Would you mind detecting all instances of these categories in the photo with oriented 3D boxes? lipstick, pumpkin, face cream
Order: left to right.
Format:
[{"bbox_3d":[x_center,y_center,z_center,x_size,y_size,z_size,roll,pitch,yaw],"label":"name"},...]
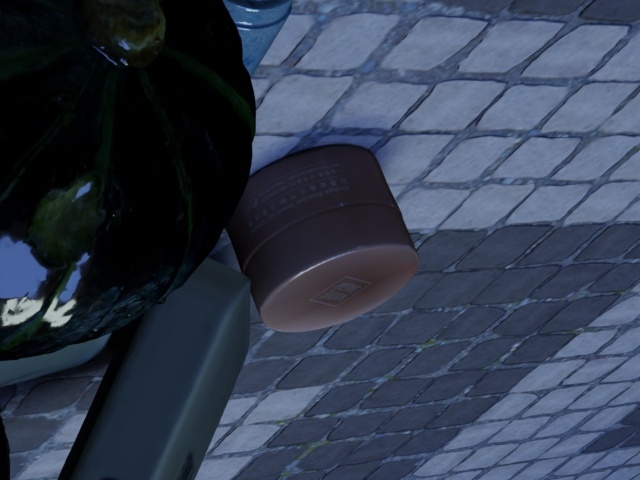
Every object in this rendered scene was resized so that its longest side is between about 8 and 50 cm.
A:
[{"bbox_3d":[-0.176,-0.079,1.028,0.315,0.315,0.238,0,159,-40],"label":"pumpkin"},{"bbox_3d":[-0.046,-0.177,1.237,0.068,0.061,0.274,-6,152,-27],"label":"lipstick"},{"bbox_3d":[0.000,0.000,1.594,0.149,0.104,0.149,-18,155,-9],"label":"face cream"}]

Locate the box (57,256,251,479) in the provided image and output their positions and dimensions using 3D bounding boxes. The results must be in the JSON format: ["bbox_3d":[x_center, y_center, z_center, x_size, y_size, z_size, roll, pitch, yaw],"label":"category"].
[{"bbox_3d":[-0.165,0.211,1.590,0.090,0.367,0.373,23,165,3],"label":"box"}]

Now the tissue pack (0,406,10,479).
[{"bbox_3d":[-0.475,0.222,1.424,0.264,0.253,0.416,-14,164,31],"label":"tissue pack"}]

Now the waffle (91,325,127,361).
[{"bbox_3d":[-0.218,0.064,1.627,0.183,0.036,0.169,1,146,-42],"label":"waffle"}]

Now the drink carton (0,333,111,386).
[{"bbox_3d":[-0.267,0.037,1.375,0.190,0.191,0.185,-16,154,-37],"label":"drink carton"}]
